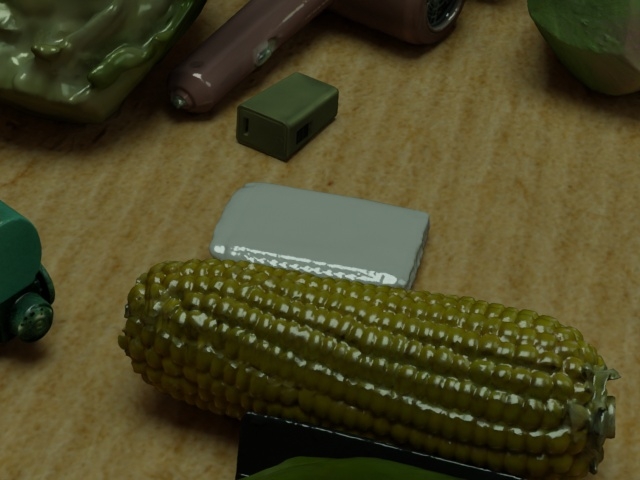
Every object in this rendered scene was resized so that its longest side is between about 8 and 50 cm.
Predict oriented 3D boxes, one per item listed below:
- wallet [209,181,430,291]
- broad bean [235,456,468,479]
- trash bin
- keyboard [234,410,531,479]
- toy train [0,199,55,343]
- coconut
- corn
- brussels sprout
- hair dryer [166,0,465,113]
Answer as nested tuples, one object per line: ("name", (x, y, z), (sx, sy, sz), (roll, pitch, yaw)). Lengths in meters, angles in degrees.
("wallet", (0.000, 0.000, 1.638), (0.183, 0.032, 0.124), (9, 38, 11))
("broad bean", (0.050, 0.242, 1.259), (0.291, 0.119, 0.238), (15, 35, 14))
("trash bin", (-0.031, -0.123, 1.786), (0.061, 0.043, 0.092), (23, 41, 25))
("keyboard", (0.049, 0.180, 1.378), (0.231, 0.072, 0.023), (12, 23, 13))
("toy train", (-0.316, -0.011, 1.538), (0.248, 0.159, 0.101), (32, 52, 31))
("coconut", (0.307, -0.255, 1.846), (0.236, 0.236, 0.204), (-16, 7, -22))
("corn", (0.039, 0.099, 1.432), (0.387, 0.144, 0.144), (11, 39, 17))
("brussels sprout", (-0.222, -0.297, 1.790), (0.276, 0.371, 0.315), (24, -1, -15))
("hair dryer", (-0.020, -0.223, 1.877), (0.210, 0.125, 0.352), (26, 54, 26))
